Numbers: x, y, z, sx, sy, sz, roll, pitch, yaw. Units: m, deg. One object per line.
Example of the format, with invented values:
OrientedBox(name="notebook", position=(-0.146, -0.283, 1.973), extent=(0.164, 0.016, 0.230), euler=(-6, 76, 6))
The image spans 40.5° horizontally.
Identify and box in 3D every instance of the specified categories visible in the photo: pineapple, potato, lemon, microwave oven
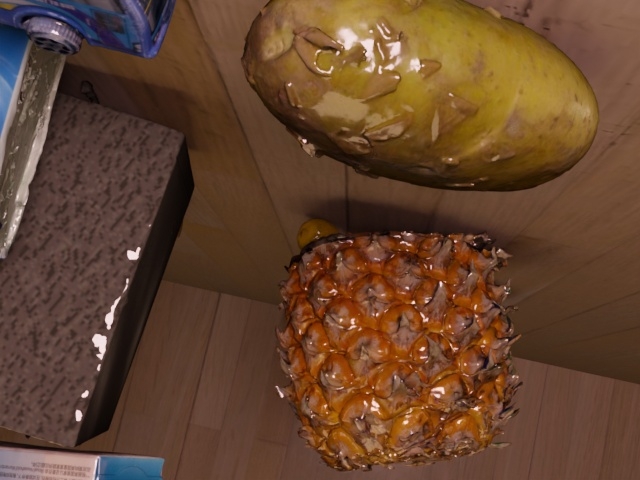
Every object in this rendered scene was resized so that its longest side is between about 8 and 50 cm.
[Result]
OrientedBox(name="pineapple", position=(0.107, 0.152, 1.171), extent=(0.352, 0.300, 0.352), euler=(-7, 165, -2))
OrientedBox(name="potato", position=(0.069, -0.085, 0.525), extent=(0.251, 0.113, 0.149), euler=(21, 164, -34))
OrientedBox(name="lemon", position=(0.000, 0.000, 1.258), extent=(0.062, 0.062, 0.083), euler=(4, 167, 42))
OrientedBox(name="microwave oven", position=(-0.387, -0.001, 0.876), extent=(0.432, 0.374, 0.236), euler=(18, 171, -3))

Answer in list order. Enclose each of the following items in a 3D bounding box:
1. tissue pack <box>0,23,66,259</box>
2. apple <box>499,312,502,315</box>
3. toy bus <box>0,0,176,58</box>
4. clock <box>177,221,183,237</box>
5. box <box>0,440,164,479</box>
OrientedBox(name="tissue pack", position=(-0.350, -0.114, 0.658), extent=(0.263, 0.198, 0.146), euler=(14, 168, -7))
OrientedBox(name="apple", position=(0.195, 0.167, 1.558), extent=(0.251, 0.206, 0.272), euler=(19, 170, -15))
OrientedBox(name="toy bus", position=(-0.203, -0.170, 0.490), extent=(0.236, 0.079, 0.094), euler=(13, 169, -1))
OrientedBox(name="clock", position=(-0.291, -0.050, 1.338), extent=(0.170, 0.069, 0.232), euler=(18, 168, -24))
OrientedBox(name="box", position=(-0.272, 0.237, 0.842), extent=(0.194, 0.073, 0.139), euler=(1, 165, 16))
